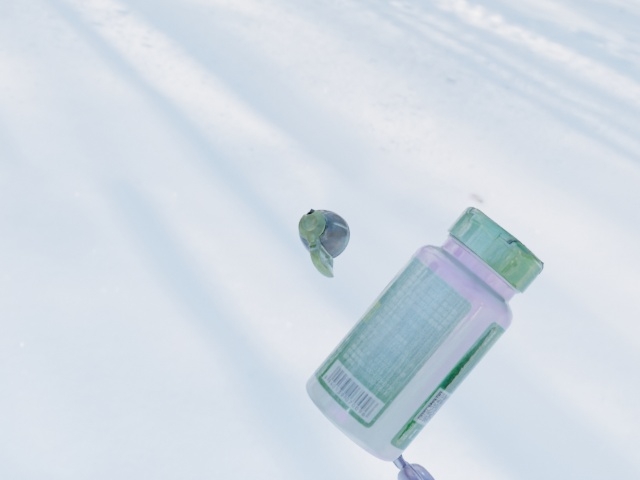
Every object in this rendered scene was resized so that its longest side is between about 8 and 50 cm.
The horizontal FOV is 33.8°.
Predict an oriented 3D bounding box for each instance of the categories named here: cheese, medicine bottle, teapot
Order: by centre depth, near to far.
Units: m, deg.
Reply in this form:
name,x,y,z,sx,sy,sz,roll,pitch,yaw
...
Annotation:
name,x,y,z,sx,sy,sz,roll,pitch,yaw
medicine bottle,0.116,0.097,1.143,0.133,0.274,0.133,39,4,-4
cheese,0.137,0.355,1.559,0.042,0.105,0.191,-29,61,-16
teapot,0.006,-0.007,1.958,0.124,0.092,0.091,54,11,29
